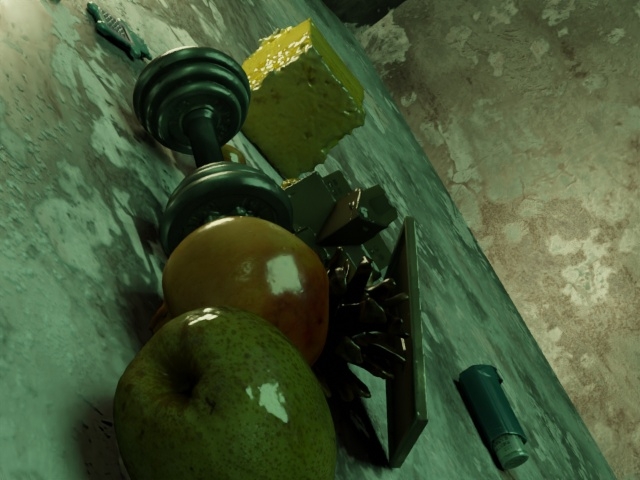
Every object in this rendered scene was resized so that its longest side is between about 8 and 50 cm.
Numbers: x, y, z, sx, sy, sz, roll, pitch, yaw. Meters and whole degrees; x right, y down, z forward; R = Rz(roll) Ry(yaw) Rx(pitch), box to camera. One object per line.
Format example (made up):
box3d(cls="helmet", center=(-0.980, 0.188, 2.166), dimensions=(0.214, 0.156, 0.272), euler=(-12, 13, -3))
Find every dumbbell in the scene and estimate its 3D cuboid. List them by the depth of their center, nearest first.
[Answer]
box3d(cls="dumbbell", center=(-0.155, -0.116, 1.324), dimensions=(0.179, 0.179, 0.406), euler=(40, 21, -43))

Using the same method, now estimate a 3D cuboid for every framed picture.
box3d(cls="framed picture", center=(0.124, 0.158, 1.444), dimensions=(0.240, 0.020, 0.324), euler=(100, -9, -59))

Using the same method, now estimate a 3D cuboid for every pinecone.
box3d(cls="pinecone", center=(0.022, 0.116, 1.308), dimensions=(0.202, 0.201, 0.229), euler=(66, 27, -54))

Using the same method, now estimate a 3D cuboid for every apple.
box3d(cls="apple", center=(-0.157, -0.112, 1.500), dimensions=(0.071, 0.084, 0.084), euler=(23, 23, -9))

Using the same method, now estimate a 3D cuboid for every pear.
box3d(cls="pear", center=(-0.090, 0.175, 0.888), dimensions=(0.211, 0.188, 0.228), euler=(45, 20, -41))

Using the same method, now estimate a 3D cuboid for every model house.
box3d(cls="model house", center=(0.000, 0.000, 1.564), dimensions=(0.211, 0.204, 0.243), euler=(57, 33, 2))

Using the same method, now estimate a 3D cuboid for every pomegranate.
box3d(cls="pomegranate", center=(-0.084, 0.078, 1.098), dimensions=(0.209, 0.209, 0.209), euler=(49, 16, -20))

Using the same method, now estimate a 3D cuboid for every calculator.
box3d(cls="calculator", center=(-0.329, -0.343, 1.574), dimensions=(0.141, 0.019, 0.094), euler=(30, 27, -57))

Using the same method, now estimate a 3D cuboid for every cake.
box3d(cls="cake", center=(-0.047, -0.305, 1.965), dimensions=(0.227, 0.222, 0.286), euler=(50, 16, -26))

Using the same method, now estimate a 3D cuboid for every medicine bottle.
box3d(cls="medicine bottle", center=(0.382, 0.378, 2.084), dimensions=(0.124, 0.079, 0.258), euler=(39, 23, -46))

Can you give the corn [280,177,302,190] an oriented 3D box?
box3d(cls="corn", center=(-0.023, -0.078, 1.845), dimensions=(0.068, 0.068, 0.207), euler=(60, 16, 17))
